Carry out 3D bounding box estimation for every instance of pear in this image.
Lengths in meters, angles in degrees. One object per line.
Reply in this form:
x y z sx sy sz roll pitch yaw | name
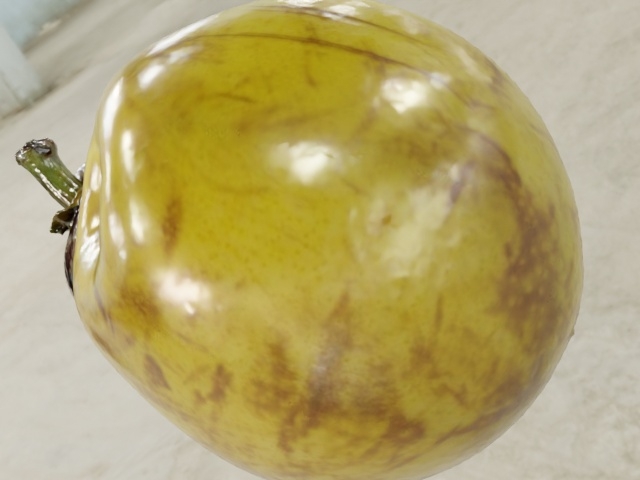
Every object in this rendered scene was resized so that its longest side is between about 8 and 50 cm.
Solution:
0.000 0.000 0.545 0.280 0.281 0.281 -27 23 13 | pear

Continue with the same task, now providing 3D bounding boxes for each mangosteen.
-0.218 -0.017 1.118 0.231 0.289 0.231 -56 -7 -10 | mangosteen
